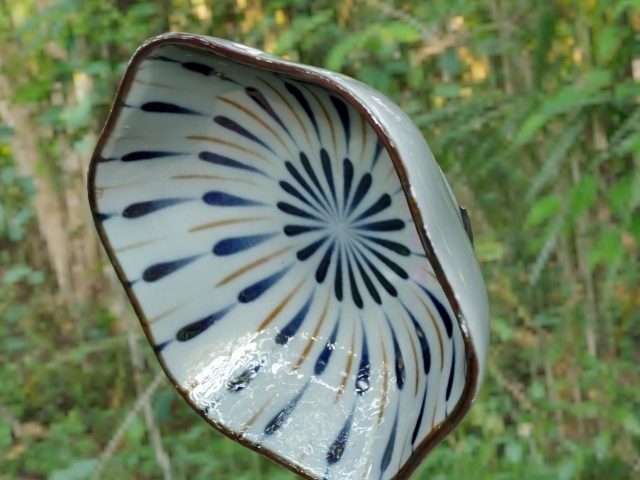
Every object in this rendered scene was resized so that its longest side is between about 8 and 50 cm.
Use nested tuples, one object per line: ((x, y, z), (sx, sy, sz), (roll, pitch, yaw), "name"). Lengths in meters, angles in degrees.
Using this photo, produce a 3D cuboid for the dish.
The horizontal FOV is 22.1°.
((0.000, 0.000, 0.612), (0.190, 0.191, 0.066), (-2, 23, 46), "dish")
